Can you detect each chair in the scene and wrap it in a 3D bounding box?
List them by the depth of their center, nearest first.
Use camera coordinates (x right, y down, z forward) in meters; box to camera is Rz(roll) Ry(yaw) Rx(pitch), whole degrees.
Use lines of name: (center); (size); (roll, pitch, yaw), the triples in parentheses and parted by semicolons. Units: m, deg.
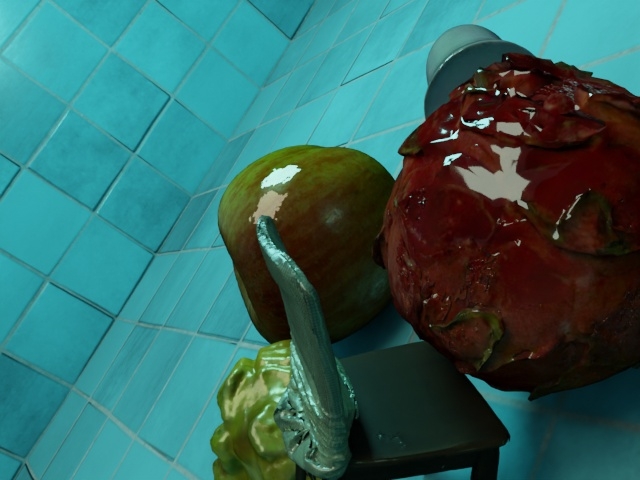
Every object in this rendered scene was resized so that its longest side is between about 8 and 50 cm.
chair: (0.048, 0.134, 0.554); (0.160, 0.186, 0.320); (-121, 26, -64)

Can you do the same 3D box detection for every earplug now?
earplug: (0.237, -0.258, 0.991); (0.172, 0.172, 0.301); (-42, 19, 24)

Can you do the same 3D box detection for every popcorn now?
popcorn: (-0.036, 0.241, 0.796); (0.200, 0.226, 0.203); (-30, -35, -35)

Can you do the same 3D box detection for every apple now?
apple: (0.000, 0.000, 0.918); (0.301, 0.301, 0.302); (-41, 27, 26)

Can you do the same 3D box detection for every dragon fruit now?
dragon fruit: (0.194, -0.017, 0.563); (0.302, 0.295, 0.296); (-56, 23, 14)
